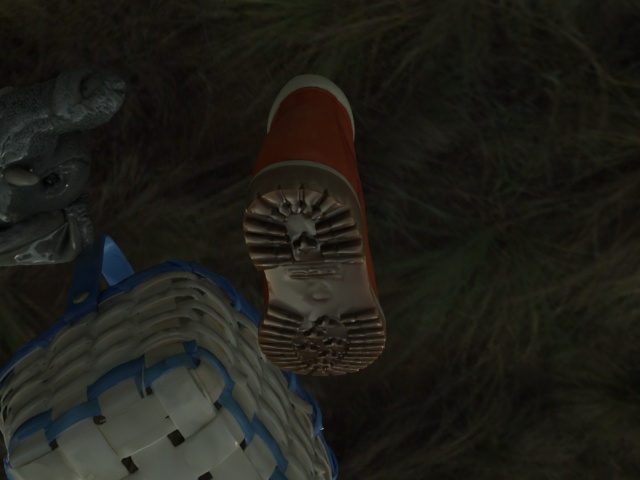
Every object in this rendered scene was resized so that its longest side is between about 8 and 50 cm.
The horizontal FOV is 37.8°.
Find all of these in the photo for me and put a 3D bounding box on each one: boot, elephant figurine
[{"bbox_3d":[0.000,0.000,0.430,0.059,0.084,0.158,-1,140,2],"label":"boot"},{"bbox_3d":[-0.230,-0.042,0.657,0.239,0.186,0.169,-14,120,-1],"label":"elephant figurine"}]

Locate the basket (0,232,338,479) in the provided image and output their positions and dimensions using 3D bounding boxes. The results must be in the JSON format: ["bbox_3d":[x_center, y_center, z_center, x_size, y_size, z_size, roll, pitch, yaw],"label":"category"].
[{"bbox_3d":[-0.111,0.131,0.675,0.201,0.289,0.254,-30,104,3],"label":"basket"}]
